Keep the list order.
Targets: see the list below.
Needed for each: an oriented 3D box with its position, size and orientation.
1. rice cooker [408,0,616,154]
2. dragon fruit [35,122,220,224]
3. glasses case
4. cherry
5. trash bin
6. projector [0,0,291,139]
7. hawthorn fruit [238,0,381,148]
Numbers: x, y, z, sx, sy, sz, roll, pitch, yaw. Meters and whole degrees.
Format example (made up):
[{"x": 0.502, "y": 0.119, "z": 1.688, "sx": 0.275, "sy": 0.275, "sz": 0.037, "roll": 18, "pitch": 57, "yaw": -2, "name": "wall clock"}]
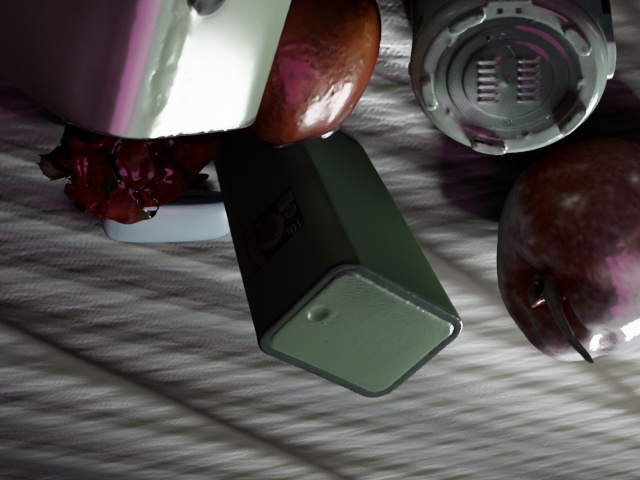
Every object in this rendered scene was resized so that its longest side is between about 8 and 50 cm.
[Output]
[{"x": 0.224, "y": -0.246, "z": 1.462, "sx": 0.241, "sy": 0.227, "sz": 0.280, "roll": -3, "pitch": 129, "yaw": 11, "name": "rice cooker"}, {"x": -0.221, "y": -0.111, "z": 1.467, "sx": 0.182, "sy": 0.188, "sz": 0.182, "roll": 13, "pitch": 137, "yaw": 13, "name": "dragon fruit"}, {"x": -0.199, "y": -0.032, "z": 1.629, "sx": 0.179, "sy": 0.045, "sz": 0.067, "roll": -2, "pitch": 132, "yaw": -19, "name": "glasses case"}, {"x": 0.406, "y": 0.018, "z": 1.738, "sx": 0.335, "sy": 0.291, "sz": 0.326, "roll": 3, "pitch": 114, "yaw": -42, "name": "cherry"}, {"x": 0.000, "y": 0.000, "z": 1.525, "sx": 0.223, "sy": 0.343, "sz": 0.158, "roll": 28, "pitch": 116, "yaw": -39, "name": "trash bin"}, {"x": -0.175, "y": -0.264, "z": 1.213, "sx": 0.249, "sy": 0.248, "sz": 0.249, "roll": -15, "pitch": 131, "yaw": -51, "name": "projector"}, {"x": -0.024, "y": -0.229, "z": 1.396, "sx": 0.215, "sy": 0.215, "sz": 0.249, "roll": 14, "pitch": 125, "yaw": -31, "name": "hawthorn fruit"}]
